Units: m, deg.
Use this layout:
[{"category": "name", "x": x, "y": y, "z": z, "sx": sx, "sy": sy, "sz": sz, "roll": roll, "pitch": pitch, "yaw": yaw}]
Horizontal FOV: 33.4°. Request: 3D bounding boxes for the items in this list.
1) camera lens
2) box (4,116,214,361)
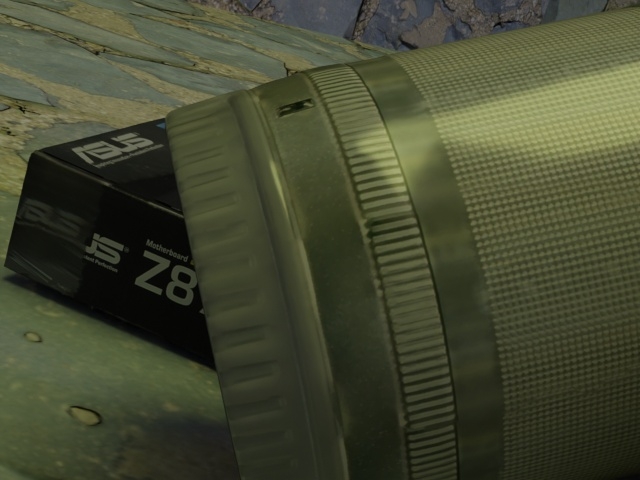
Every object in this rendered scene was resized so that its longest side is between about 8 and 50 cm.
[{"category": "camera lens", "x": 0.080, "y": 0.014, "z": 0.512, "sx": 0.274, "sy": 0.220, "sz": 0.219, "roll": -12, "pitch": 22, "yaw": -7}, {"category": "box", "x": 0.000, "y": 0.000, "z": 0.837, "sx": 0.318, "sy": 0.097, "sz": 0.395, "roll": 22, "pitch": 18, "yaw": 13}]
